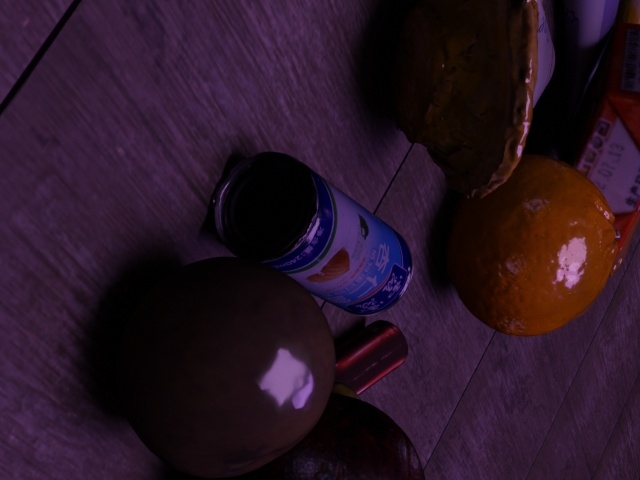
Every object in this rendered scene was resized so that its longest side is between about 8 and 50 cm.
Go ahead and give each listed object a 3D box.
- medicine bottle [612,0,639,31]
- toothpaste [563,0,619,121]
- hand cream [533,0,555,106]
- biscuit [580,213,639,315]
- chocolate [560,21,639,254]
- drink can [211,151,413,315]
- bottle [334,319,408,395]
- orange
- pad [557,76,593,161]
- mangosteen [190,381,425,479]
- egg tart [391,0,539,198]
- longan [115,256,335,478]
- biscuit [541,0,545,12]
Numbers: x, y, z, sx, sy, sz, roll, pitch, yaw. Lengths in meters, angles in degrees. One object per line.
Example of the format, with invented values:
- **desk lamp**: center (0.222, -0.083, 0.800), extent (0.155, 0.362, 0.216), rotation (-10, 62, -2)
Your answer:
- **medicine bottle**: center (0.442, -0.357, 1.660), extent (0.074, 0.074, 0.218), rotation (-37, 140, -47)
- **toothpaste**: center (0.344, -0.293, 1.524), extent (0.125, 0.080, 0.371), rotation (-60, 157, -20)
- **hand cream**: center (0.201, -0.185, 1.218), extent (0.248, 0.083, 0.133), rotation (-62, 157, -78)
- **biscuit**: center (0.465, -0.027, 1.943), extent (0.355, 0.052, 0.275), rotation (-50, 146, -36)
- **chocolate**: center (0.384, -0.139, 1.545), extent (0.237, 0.108, 0.235), rotation (-63, 173, -50)
- **drink can**: center (0.000, 0.000, 1.058), extent (0.235, 0.097, 0.097), rotation (33, 79, -62)
- **bottle**: center (0.028, 0.136, 1.239), extent (0.164, 0.060, 0.060), rotation (-27, 130, -52)
- **orange**: center (0.248, 0.006, 1.425), extent (0.219, 0.193, 0.219), rotation (-7, 99, -50)
- **pad**: center (0.378, -0.166, 1.742), extent (0.157, 0.003, 0.112), rotation (-61, 151, -18)
- **mangosteen**: center (-0.005, 0.219, 1.080), extent (0.216, 0.216, 0.216), rotation (-40, 141, -44)
- **egg tart**: center (0.130, -0.157, 1.121), extent (0.241, 0.105, 0.241), rotation (-178, -90, -78)
- **longan**: center (-0.073, 0.098, 0.920), extent (0.167, 0.167, 0.187), rotation (-33, 149, -49)
- **biscuit**: center (0.197, -0.297, 1.261), extent (0.183, 0.061, 0.118), rotation (-3, 108, -63)
